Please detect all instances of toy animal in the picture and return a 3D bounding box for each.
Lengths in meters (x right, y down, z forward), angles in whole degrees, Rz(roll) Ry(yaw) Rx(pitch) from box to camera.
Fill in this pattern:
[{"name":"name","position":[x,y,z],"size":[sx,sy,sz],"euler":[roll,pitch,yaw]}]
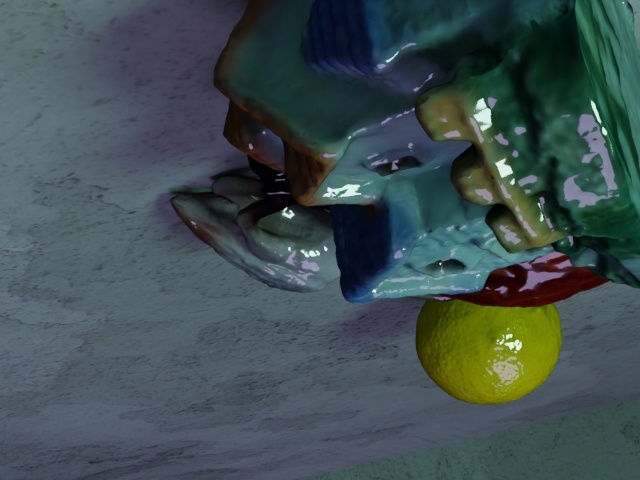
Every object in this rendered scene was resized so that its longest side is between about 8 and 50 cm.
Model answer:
[{"name":"toy animal","position":[-0.014,0.005,1.220],"size":[0.195,0.090,0.324],"euler":[2,156,28]}]

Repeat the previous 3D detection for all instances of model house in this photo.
[{"name":"model house","position":[0.053,-0.077,0.864],"size":[0.329,0.251,0.295],"euler":[-12,163,24]}]

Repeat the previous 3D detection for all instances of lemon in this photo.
[{"name":"lemon","position":[0.212,0.124,1.604],"size":[0.178,0.178,0.203],"euler":[4,155,-37]}]

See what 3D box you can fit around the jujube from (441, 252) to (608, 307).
[{"name":"jujube","position":[0.191,-0.042,1.074],"size":[0.290,0.197,0.197],"euler":[-10,162,11]}]
